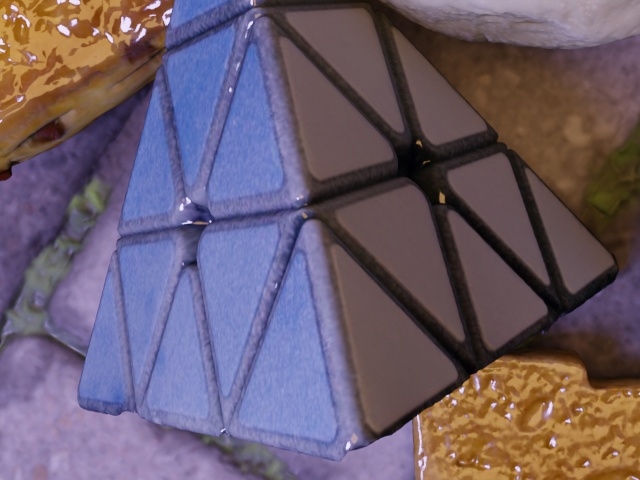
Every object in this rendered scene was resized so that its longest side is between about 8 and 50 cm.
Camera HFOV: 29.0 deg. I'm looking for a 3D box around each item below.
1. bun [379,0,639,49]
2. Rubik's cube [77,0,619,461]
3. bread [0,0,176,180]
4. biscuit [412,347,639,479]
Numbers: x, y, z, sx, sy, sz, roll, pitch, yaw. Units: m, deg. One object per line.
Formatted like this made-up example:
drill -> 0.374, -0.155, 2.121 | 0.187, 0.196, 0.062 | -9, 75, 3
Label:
bun -> 0.110, -0.190, 0.626 | 0.220, 0.134, 0.220 | -8, 65, 18
Rubik's cube -> -0.001, 0.000, 0.603 | 0.228, 0.233, 0.229 | 26, 68, 23
bread -> -0.166, -0.176, 0.661 | 0.210, 0.099, 0.235 | -34, 95, 5
biscuit -> 0.140, 0.146, 0.679 | 0.238, 0.041, 0.212 | 43, 98, 1
